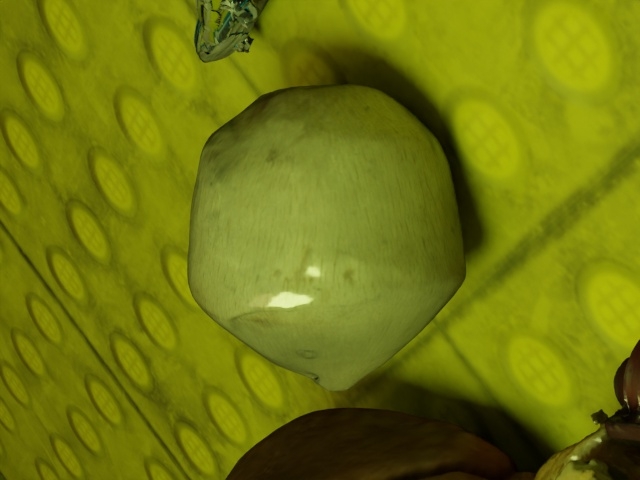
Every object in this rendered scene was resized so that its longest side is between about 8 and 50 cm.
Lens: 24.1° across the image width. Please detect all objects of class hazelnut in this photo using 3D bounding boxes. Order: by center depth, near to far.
[{"bbox_3d":[0.065,0.305,1.212,0.372,0.315,0.372,39,175,4],"label":"hazelnut"}]

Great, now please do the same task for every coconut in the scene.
[{"bbox_3d":[0.000,0.000,1.102,0.224,0.224,0.224,36,144,32],"label":"coconut"}]

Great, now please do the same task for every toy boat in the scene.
[{"bbox_3d":[-0.067,-0.183,1.149,0.066,0.084,0.210,42,156,1],"label":"toy boat"}]

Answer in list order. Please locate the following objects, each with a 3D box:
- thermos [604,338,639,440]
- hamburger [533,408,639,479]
[{"bbox_3d":[0.248,0.094,0.903,0.232,0.124,0.099,-5,107,65],"label":"thermos"},{"bbox_3d":[0.239,0.296,0.983,0.330,0.162,0.209,39,124,0],"label":"hamburger"}]
